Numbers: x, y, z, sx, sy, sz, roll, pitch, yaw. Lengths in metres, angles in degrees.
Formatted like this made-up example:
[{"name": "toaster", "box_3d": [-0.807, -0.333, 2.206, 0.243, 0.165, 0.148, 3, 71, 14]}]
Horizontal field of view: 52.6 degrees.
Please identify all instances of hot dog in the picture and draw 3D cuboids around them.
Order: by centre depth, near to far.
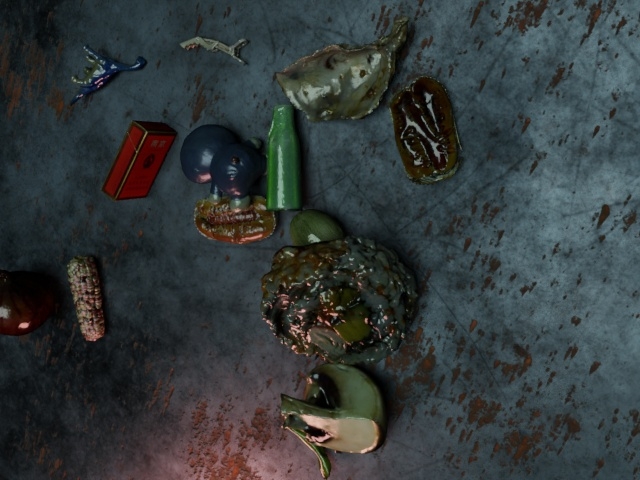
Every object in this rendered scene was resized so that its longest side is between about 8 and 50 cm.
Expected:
[{"name": "hot dog", "box_3d": [0.261, -0.275, 1.633, 0.162, 0.082, 0.271, -13, 93, 25]}, {"name": "hot dog", "box_3d": [-0.246, -0.062, 1.870, 0.267, 0.075, 0.144, -1, 95, 20]}]

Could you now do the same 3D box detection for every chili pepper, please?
[{"name": "chili pepper", "box_3d": [-0.028, 0.601, 1.889, 0.202, 0.050, 0.052, 49, 150, 13]}]

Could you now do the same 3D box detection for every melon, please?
[{"name": "melon", "box_3d": [0.000, 0.000, 1.745, 0.139, 0.139, 0.192, -44, 83, 21]}]

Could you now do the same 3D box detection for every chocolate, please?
[{"name": "chocolate", "box_3d": [-0.099, -0.223, 1.764, 0.110, 0.110, 0.291, 1, 93, 22]}]

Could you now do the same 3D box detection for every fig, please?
[{"name": "fig", "box_3d": [-0.995, 0.199, 2.119, 0.235, 0.235, 0.215, 31, 108, 15]}]

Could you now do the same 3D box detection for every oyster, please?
[{"name": "oyster", "box_3d": [0.078, -0.418, 1.684, 0.396, 0.111, 0.204, -15, 106, 27]}]

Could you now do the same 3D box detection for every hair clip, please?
[{"name": "hair clip", "box_3d": [-0.304, -0.560, 1.846, 0.225, 0.034, 0.072, 19, 101, 20]}]

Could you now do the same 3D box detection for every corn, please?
[{"name": "corn", "box_3d": [-0.760, 0.185, 2.110, 0.092, 0.092, 0.281, -4, 99, 22]}]

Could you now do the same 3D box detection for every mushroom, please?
[{"name": "mushroom", "box_3d": [0.048, 0.474, 1.808, 0.291, 0.212, 0.217, -8, 139, 11]}]

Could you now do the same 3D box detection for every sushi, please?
[{"name": "sushi", "box_3d": [0.051, 0.166, 1.666, 0.417, 0.176, 0.418, 2, 128, 2]}]

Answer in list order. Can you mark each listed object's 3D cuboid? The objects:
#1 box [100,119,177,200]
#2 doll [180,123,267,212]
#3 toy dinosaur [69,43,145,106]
[{"name": "box", "box_3d": [-0.538, -0.236, 1.922, 0.074, 0.153, 0.240, 37, 109, 18]}, {"name": "doll", "box_3d": [-0.278, -0.219, 1.818, 0.258, 0.154, 0.228, 27, 79, 31]}, {"name": "toy dinosaur", "box_3d": [-0.663, -0.489, 1.986, 0.188, 0.075, 0.248, 32, 102, 7]}]
